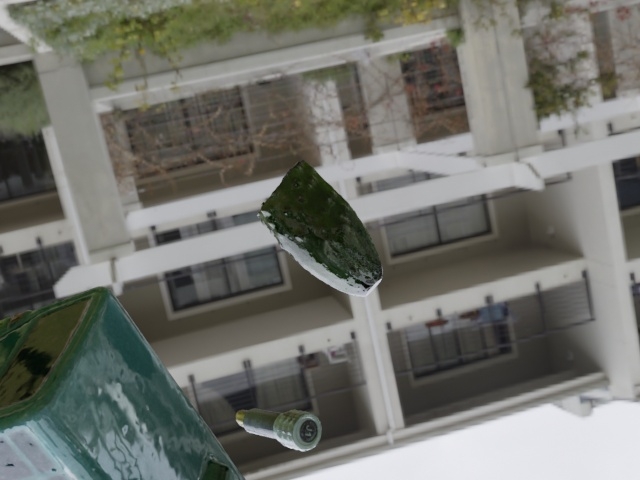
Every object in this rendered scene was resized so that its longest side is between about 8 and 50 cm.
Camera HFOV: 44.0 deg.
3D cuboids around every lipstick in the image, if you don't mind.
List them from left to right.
[{"bbox_3d":[-0.048,0.182,0.778,0.037,0.037,0.116,-20,-172,-39],"label":"lipstick"}]

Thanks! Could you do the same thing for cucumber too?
[{"bbox_3d":[0.000,0.000,0.602,0.067,0.107,0.035,-50,169,32],"label":"cucumber"}]

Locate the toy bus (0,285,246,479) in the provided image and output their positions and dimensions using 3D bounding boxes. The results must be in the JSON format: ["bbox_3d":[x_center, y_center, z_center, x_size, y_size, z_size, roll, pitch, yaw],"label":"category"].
[{"bbox_3d":[-0.124,0.167,0.478,0.147,0.256,0.128,-21,-153,18],"label":"toy bus"}]
